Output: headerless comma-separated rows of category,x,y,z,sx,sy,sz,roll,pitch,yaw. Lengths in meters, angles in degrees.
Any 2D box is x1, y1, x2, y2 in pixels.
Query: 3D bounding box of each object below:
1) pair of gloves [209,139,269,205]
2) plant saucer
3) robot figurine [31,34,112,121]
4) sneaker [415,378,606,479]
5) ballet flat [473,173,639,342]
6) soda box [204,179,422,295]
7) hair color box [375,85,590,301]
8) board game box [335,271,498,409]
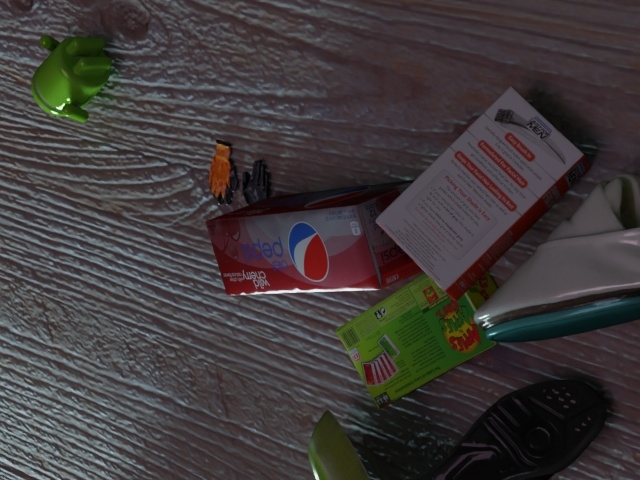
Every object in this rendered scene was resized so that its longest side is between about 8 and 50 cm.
pair of gloves,-0.086,-0.061,1.720,0.083,0.010,0.074,27,123,33
plant saucer,0.040,0.287,1.626,0.241,0.037,0.241,156,90,-83
robot figurine,-0.278,-0.182,1.811,0.115,0.067,0.101,-36,71,46
sneaker,0.181,0.210,1.535,0.227,0.130,0.087,-44,68,15
ballet flat,0.296,-0.004,1.315,0.400,0.139,0.139,-13,97,41
soda box,0.000,0.000,1.575,0.263,0.092,0.083,-5,104,55
hair color box,0.141,-0.040,1.415,0.167,0.053,0.093,-45,70,3
board game box,0.101,0.087,1.578,0.181,0.043,0.092,-36,81,46
